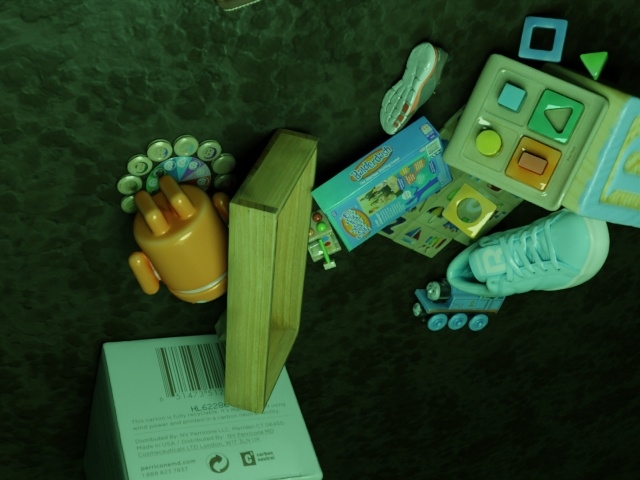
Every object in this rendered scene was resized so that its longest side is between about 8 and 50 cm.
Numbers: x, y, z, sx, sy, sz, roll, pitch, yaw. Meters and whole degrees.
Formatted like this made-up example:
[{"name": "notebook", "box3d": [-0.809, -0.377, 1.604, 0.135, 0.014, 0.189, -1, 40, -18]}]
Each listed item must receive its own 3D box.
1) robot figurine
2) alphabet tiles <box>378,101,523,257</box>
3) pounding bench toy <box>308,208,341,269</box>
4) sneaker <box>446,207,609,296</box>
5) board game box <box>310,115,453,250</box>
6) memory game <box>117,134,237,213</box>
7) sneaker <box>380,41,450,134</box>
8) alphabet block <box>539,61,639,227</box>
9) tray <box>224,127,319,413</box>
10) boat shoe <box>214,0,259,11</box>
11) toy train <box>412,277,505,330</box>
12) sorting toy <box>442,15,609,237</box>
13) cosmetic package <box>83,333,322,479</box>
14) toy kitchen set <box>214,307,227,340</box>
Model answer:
[{"name": "robot figurine", "box3d": [-0.194, 0.005, 1.339, 0.128, 0.158, 0.219, 5, 141, 28]}, {"name": "alphabet tiles", "box3d": [0.259, -0.105, 1.565, 0.285, 0.011, 0.342, 23, 122, -41]}, {"name": "pounding bench toy", "box3d": [0.000, 0.000, 1.493, 0.052, 0.083, 0.065, -25, 141, 1]}, {"name": "sneaker", "box3d": [0.347, 0.038, 1.571, 0.150, 0.135, 0.366, -10, 167, -24]}, {"name": "board game box", "box3d": [0.102, -0.085, 1.418, 0.210, 0.047, 0.160, -34, 152, 0]}, {"name": "memory game", "box3d": [-0.213, -0.084, 1.351, 0.186, 0.012, 0.186, -14, 139, -12]}, {"name": "sneaker", "box3d": [0.147, -0.221, 1.345, 0.065, 0.061, 0.158, -1, 137, -37]}, {"name": "alphabet block", "box3d": [0.441, -0.150, 1.420, 0.192, 0.197, 0.193, 9, 110, -34]}, {"name": "tray", "box3d": [-0.081, 0.055, 1.391, 0.076, 0.203, 0.411, 15, 130, 9]}, {"name": "boat shoe", "box3d": [-0.036, -0.336, 1.112, 0.207, 0.073, 0.073, -28, 138, 5]}, {"name": "toy train", "box3d": [0.270, 0.118, 1.769, 0.184, 0.080, 0.105, 3, 124, -26]}, {"name": "sorting toy", "box3d": [0.296, -0.161, 1.322, 0.347, 0.196, 0.047, -66, 161, 7]}, {"name": "cosmetic package", "box3d": [-0.234, 0.416, 1.648, 0.329, 0.327, 0.393, -4, 137, -23]}, {"name": "toy kitchen set", "box3d": [-0.133, 0.157, 1.613, 0.075, 0.068, 0.083, 13, 128, -37]}]
